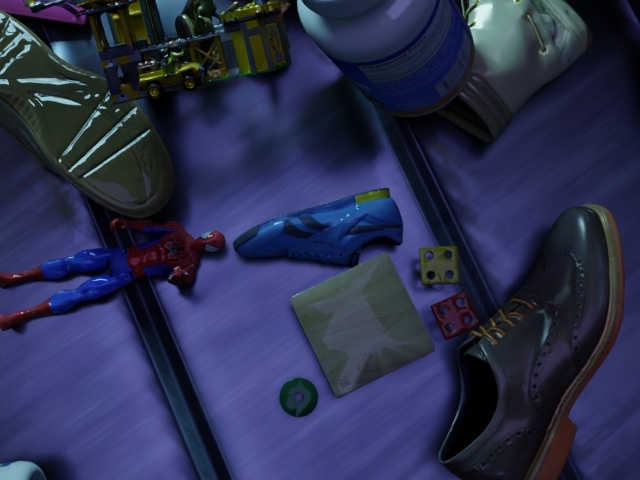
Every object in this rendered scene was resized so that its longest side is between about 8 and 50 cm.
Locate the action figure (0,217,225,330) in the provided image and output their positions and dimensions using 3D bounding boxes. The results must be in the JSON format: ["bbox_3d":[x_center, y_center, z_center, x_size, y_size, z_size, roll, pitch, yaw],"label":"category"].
[{"bbox_3d":[-0.248,0.029,0.968,0.280,0.139,0.091,-15,82,-8],"label":"action figure"}]

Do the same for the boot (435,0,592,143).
[{"bbox_3d":[0.187,-0.271,1.063,0.262,0.095,0.203,44,82,2],"label":"boot"}]

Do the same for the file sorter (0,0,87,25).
[{"bbox_3d":[-0.366,-0.417,0.957,0.202,0.182,0.291,6,99,-12],"label":"file sorter"}]

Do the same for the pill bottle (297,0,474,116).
[{"bbox_3d":[0.066,-0.248,0.905,0.152,0.272,0.152,-6,75,23],"label":"pill bottle"}]

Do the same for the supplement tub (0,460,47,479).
[{"bbox_3d":[-0.404,0.323,0.899,0.199,0.144,0.144,-7,80,-3],"label":"supplement tub"}]

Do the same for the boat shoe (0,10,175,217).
[{"bbox_3d":[-0.308,-0.145,1.009,0.341,0.110,0.121,43,69,9],"label":"boat shoe"}]

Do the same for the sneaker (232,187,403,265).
[{"bbox_3d":[0.000,0.000,1.015,0.209,0.069,0.082,-15,84,-5],"label":"sneaker"}]

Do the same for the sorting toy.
[{"bbox_3d":[0.057,0.099,1.010,0.274,0.046,0.132,-25,82,-6],"label":"sorting toy"}]

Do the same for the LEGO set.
[{"bbox_3d":[-0.153,-0.280,0.931,0.255,0.331,0.192,-10,108,9],"label":"LEGO set"}]

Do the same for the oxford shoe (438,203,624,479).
[{"bbox_3d":[0.244,0.114,0.959,0.132,0.130,0.364,23,79,-18],"label":"oxford shoe"}]
